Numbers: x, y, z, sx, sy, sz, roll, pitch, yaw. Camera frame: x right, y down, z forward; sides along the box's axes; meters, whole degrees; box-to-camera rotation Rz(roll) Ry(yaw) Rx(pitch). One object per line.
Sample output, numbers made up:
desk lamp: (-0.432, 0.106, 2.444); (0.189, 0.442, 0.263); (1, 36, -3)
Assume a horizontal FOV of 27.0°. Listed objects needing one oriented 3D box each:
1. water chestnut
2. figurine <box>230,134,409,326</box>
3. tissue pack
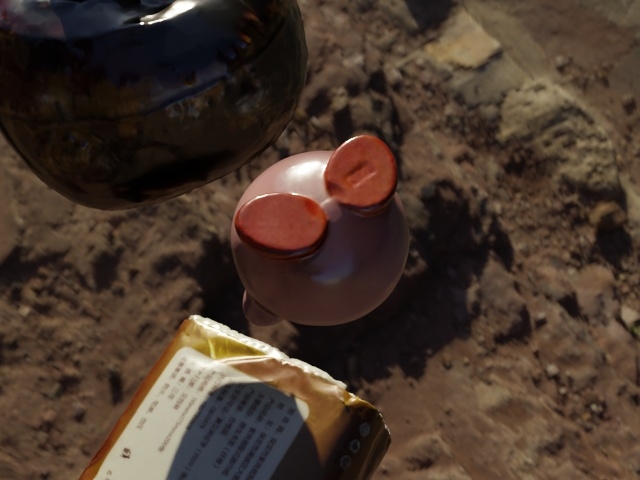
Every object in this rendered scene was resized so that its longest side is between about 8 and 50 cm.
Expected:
water chestnut: (-0.123, -0.137, 0.878); (0.223, 0.238, 0.224); (-2, 49, 2)
figurine: (0.000, 0.000, 1.240); (0.173, 0.173, 0.173); (-10, 62, 19)
tissue pack: (-0.078, 0.185, 0.956); (0.183, 0.092, 0.226); (23, 67, 25)
